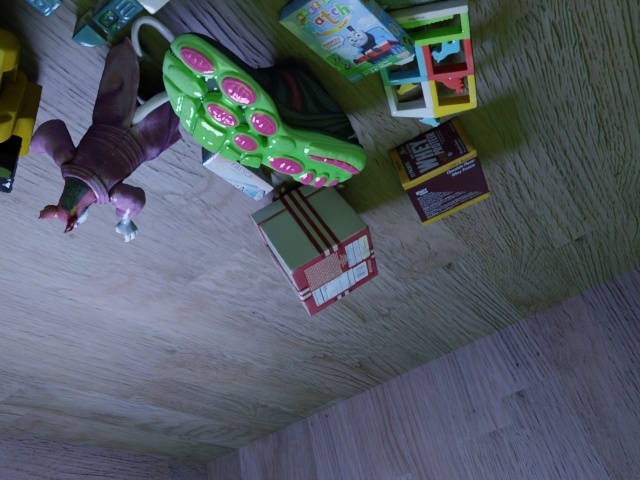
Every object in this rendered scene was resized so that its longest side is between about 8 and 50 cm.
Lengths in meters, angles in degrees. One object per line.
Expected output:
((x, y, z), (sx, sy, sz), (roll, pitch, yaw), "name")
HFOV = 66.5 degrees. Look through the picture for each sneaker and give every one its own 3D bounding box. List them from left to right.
((-0.101, -0.258, 0.968), (0.185, 0.202, 0.482), (-27, 149, 31), "sneaker")

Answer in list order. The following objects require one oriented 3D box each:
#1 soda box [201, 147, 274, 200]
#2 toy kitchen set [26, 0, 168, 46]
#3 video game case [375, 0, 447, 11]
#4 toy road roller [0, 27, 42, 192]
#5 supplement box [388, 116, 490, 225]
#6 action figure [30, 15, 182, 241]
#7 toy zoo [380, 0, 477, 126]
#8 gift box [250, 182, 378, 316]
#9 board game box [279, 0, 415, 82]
((-0.196, -0.171, 1.167), (0.063, 0.058, 0.183), (-34, 137, 23), "soda box")
((-0.362, -0.412, 0.766), (0.207, 0.122, 0.166), (-30, 139, 19), "toy kitchen set")
((0.190, -0.447, 0.825), (0.196, 0.026, 0.274), (-5, -175, -12), "video game case")
((-0.553, -0.250, 0.761), (0.202, 0.330, 0.241), (13, 123, -31), "toy road roller")
((0.308, -0.173, 1.264), (0.191, 0.129, 0.194), (-25, 141, 14), "supplement box")
((-0.355, -0.160, 0.876), (0.275, 0.370, 0.248), (-20, 132, 41), "action figure")
((0.226, -0.355, 1.033), (0.192, 0.030, 0.293), (-1, 148, 22), "toy zoo")
((0.000, 0.000, 1.290), (0.276, 0.258, 0.255), (-28, 142, -14), "gift box")
((0.052, -0.396, 0.928), (0.211, 0.039, 0.160), (27, 156, -39), "board game box")
